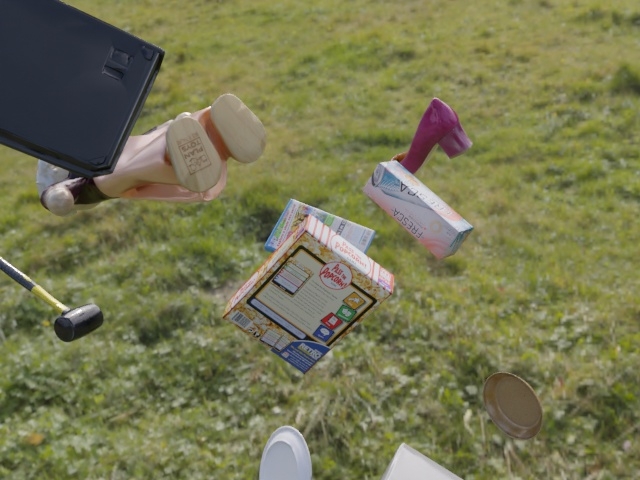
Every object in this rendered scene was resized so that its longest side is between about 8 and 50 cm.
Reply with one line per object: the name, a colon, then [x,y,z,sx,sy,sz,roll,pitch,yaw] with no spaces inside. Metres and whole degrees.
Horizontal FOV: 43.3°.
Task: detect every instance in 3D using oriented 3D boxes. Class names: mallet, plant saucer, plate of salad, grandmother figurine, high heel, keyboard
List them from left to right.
keyboard: [-0.272,-0.186,0.600,0.033,0.317,0.202,-37,31,66]
mallet: [-0.371,0.067,1.084,0.189,0.039,0.062,36,26,22]
grandmother figurine: [-0.225,-0.079,0.913,0.342,0.104,0.207,-6,16,47]
plate of salad: [-0.067,0.487,1.672,0.048,0.200,0.200,12,10,-34]
high heel: [0.176,-0.190,1.568,0.082,0.117,0.244,-47,17,-33]
plant saucer: [0.224,0.188,0.928,0.015,0.084,0.083,-20,25,-37]

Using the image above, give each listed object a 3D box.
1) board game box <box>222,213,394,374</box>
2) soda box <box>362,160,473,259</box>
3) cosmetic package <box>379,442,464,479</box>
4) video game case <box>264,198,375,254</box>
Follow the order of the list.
board game box: [-0.018,0.077,1.090,0.193,0.146,0.045,-45,16,29]
soda box: [0.159,-0.052,1.325,0.183,0.063,0.058,43,30,21]
cosmetic package: [0.156,0.358,0.925,0.238,0.127,0.107,34,24,11]
video game case: [0.000,0.000,1.427,0.166,0.015,0.119,22,55,8]
